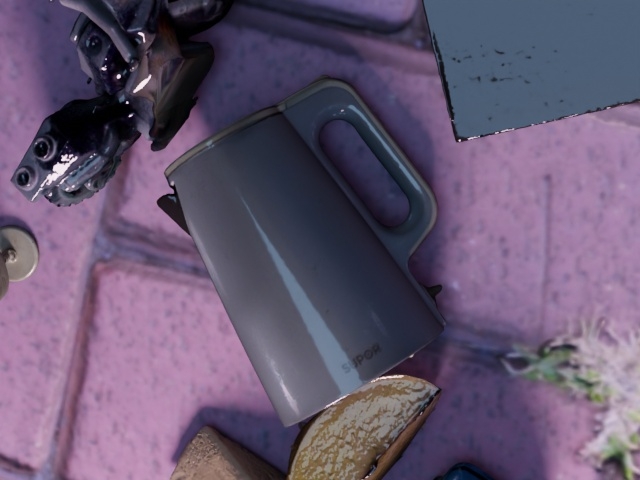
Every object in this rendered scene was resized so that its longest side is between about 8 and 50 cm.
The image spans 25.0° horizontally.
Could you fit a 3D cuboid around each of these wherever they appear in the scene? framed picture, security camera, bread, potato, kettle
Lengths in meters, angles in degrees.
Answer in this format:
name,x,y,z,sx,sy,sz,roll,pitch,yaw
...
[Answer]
name,x,y,z,sx,sy,sz,roll,pitch,yaw
framed picture,0.244,-0.238,1.173,0.338,0.014,0.255,-12,100,15
security camera,-0.297,0.024,1.310,0.058,0.092,0.058,3,105,13
bread,-0.054,0.246,1.343,0.152,0.105,0.077,47,111,33
potato,0.028,0.170,1.276,0.089,0.100,0.172,39,97,15
kettle,0.000,0.000,1.221,0.210,0.160,0.243,-30,89,-2

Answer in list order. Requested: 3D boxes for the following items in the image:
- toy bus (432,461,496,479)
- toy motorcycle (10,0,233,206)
name,x,y,z,sx,sy,sz,roll,pitch,yaw
toy bus,0.088,0.323,1.267,0.113,0.134,0.246,37,106,3
toy motorcycle,-0.175,-0.139,1.216,0.106,0.159,0.270,43,107,23
